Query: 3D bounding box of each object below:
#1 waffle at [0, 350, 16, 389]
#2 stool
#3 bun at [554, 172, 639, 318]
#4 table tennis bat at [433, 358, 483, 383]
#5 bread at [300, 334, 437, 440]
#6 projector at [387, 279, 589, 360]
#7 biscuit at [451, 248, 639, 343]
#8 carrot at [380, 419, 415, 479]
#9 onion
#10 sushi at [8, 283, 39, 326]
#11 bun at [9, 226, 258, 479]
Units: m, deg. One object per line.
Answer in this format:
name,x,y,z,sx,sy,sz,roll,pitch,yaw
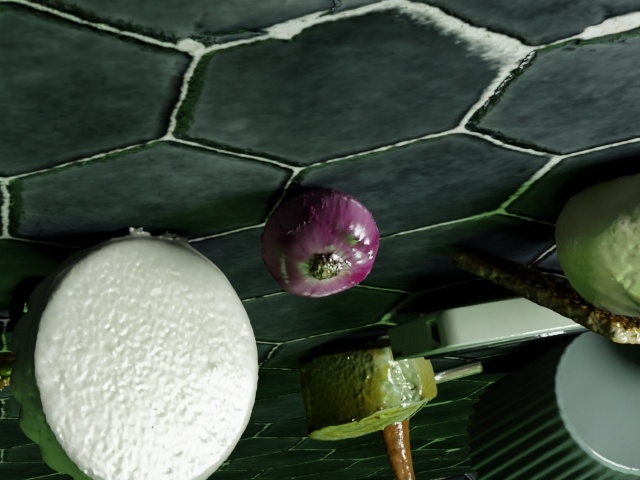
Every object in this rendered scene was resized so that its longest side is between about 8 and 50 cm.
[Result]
waffle,-0.318,0.143,1.396,0.229,0.051,0.231,-5,178,-7
stool,0.436,0.307,1.949,0.297,0.297,0.330,-3,156,-16
bun,0.382,0.011,1.204,0.273,0.168,0.273,0,164,0
table tennis bat,0.138,0.243,1.958,0.274,0.021,0.154,-14,-175,-4
bread,0.076,0.217,1.766,0.186,0.124,0.257,-6,163,-28
projector,0.239,0.098,1.508,0.259,0.079,0.257,-7,173,-13
biscuit,0.265,0.061,1.312,0.231,0.025,0.131,26,-169,36
carrot,0.138,0.358,2.069,0.061,0.209,0.061,-9,167,-2
onion,0.000,0.000,1.127,0.115,0.115,0.104,-9,-154,2
sushi,-0.294,0.080,1.283,0.083,0.056,0.085,3,158,-31
bun,-0.208,0.131,1.186,0.263,0.263,0.175,6,165,-37
